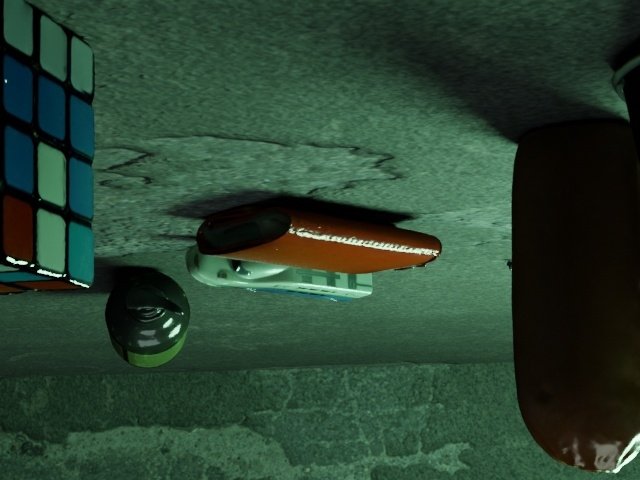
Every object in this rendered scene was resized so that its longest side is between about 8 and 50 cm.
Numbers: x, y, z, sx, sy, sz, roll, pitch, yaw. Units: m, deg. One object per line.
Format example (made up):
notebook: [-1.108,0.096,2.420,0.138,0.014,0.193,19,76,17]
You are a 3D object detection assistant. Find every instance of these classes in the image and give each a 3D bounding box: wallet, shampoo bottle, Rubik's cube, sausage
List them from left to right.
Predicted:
Rubik's cube: [-0.224,-0.049,0.736,0.155,0.151,0.154,-5,168,15]
shampoo bottle: [-0.210,0.093,1.637,0.101,0.101,0.284,0,169,-7]
wallet: [0.000,0.000,1.321,0.204,0.045,0.142,9,168,-41]
sausage: [0.197,0.043,1.008,0.114,0.259,0.113,0,166,0]

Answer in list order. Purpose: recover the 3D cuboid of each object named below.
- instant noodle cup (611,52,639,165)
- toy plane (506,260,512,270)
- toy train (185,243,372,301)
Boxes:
instant noodle cup: [0.296,-0.005,0.823,0.216,0.236,0.215,-4,170,-1]
toy plane: [0.292,0.045,1.629,0.145,0.037,0.060,10,168,-44]
toy train: [-0.042,0.030,1.465,0.234,0.052,0.051,9,162,-43]
